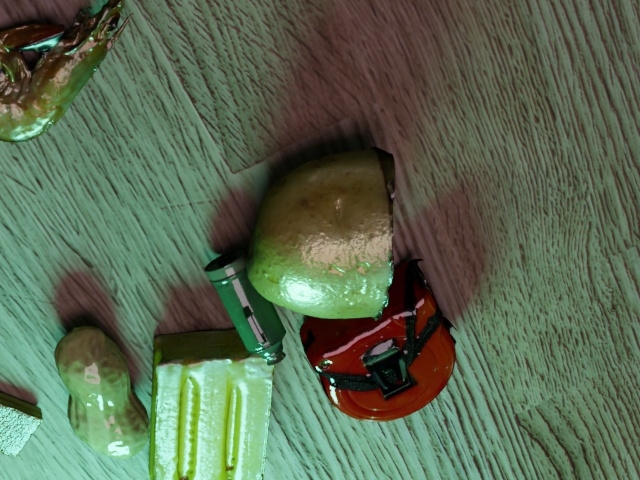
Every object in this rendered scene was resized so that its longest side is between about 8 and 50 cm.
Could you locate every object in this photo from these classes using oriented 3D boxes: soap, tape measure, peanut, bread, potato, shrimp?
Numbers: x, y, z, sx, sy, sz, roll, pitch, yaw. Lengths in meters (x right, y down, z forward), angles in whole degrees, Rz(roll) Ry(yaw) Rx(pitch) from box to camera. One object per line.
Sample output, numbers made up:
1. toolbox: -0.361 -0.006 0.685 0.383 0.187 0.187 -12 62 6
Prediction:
1. soap: -0.187 0.296 2.170 0.199 0.091 0.315 -5 124 -15
2. tape measure: 0.111 0.182 2.171 0.253 0.114 0.260 -29 127 4
3. peanut: -0.352 0.243 2.068 0.123 0.123 0.257 -20 124 -4
4. bread: -0.508 0.296 2.102 0.090 0.035 0.094 25 113 -30
5. potato: 0.000 0.000 1.958 0.242 0.242 0.285 -7 142 -13
6. shrimp: -0.379 -0.249 1.761 0.152 0.063 0.287 38 108 -22

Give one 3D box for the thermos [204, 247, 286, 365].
1. thermos: -0.105 0.109 2.035 0.073 0.083 0.188 -36 109 -29
